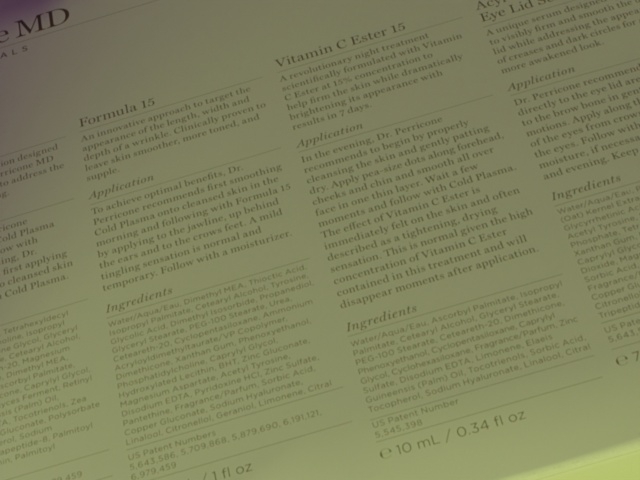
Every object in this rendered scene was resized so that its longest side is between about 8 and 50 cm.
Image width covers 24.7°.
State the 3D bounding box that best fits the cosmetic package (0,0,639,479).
[{"bbox_3d":[0.000,0.000,0.562,0.377,0.097,0.284,-16,55,2],"label":"cosmetic package"}]
